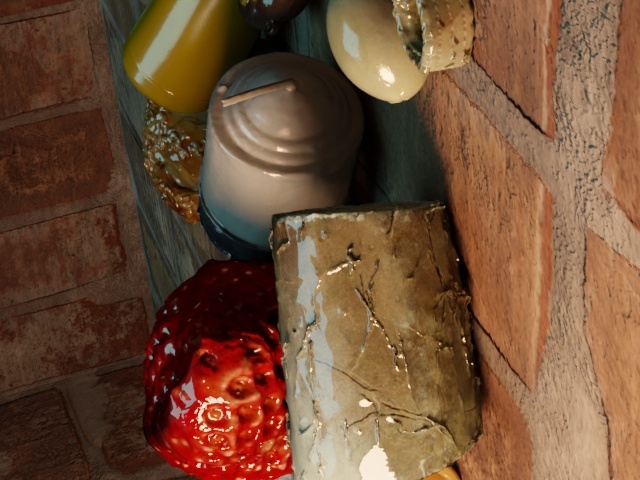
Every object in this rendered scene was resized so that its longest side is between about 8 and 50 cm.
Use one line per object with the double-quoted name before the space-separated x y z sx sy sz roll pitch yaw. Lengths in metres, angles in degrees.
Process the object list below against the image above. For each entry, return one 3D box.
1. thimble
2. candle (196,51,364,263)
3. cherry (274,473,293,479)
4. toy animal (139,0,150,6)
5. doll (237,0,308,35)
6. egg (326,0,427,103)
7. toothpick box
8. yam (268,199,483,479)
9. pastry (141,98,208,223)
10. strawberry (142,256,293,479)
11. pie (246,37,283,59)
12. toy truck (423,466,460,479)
"thimble" 0.117 -0.227 1.396 0.084 0.062 0.110 167 87 -74
"candle" -0.052 -0.120 1.849 0.342 0.221 0.221 107 145 -58
"cherry" 0.001 0.314 2.097 0.255 0.218 0.296 -102 20 -60
"toy animal" -0.253 -0.532 2.180 0.269 0.237 0.326 17 110 23
"doll" -0.075 -0.376 1.885 0.145 0.096 0.188 -46 53 40
"egg" 0.066 -0.224 1.486 0.114 0.114 0.152 149 103 -75
"toothpick box" -0.173 -0.337 2.055 0.271 0.175 0.175 -51 51 41
"yam" 0.060 0.120 1.603 0.241 0.241 0.348 -155 56 -72
"pastry" -0.246 -0.170 2.590 0.316 0.184 0.284 94 157 -53
"strawberry" -0.099 0.183 1.767 0.295 0.317 0.345 43 -177 -3
"pie" -0.074 -0.168 2.183 0.323 0.070 0.323 166 90 -79
"toy truck" 0.072 0.393 1.891 0.211 0.204 0.288 -139 53 -63
